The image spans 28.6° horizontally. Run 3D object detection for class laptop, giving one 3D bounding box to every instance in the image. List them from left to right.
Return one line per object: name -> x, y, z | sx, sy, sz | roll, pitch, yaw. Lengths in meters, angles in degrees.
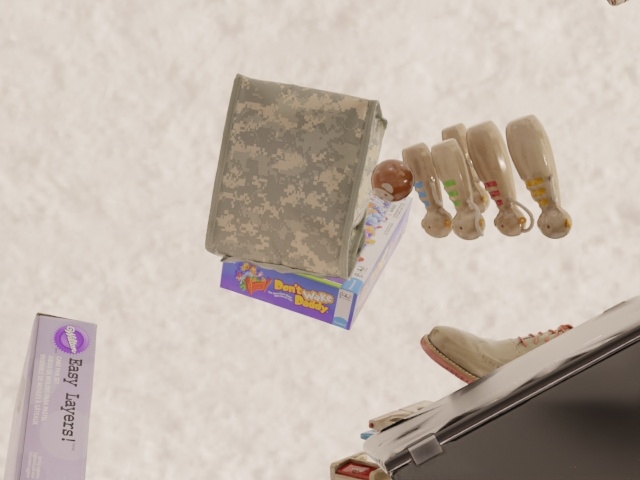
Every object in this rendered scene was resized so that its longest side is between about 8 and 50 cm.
laptop -> 0.277, 0.233, 1.272 | 0.381, 0.236, 0.408 | -27, 177, -5

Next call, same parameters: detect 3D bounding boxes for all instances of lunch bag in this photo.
lunch bag -> -0.038, -0.086, 1.942 | 0.235, 0.287, 0.169 | 11, 173, 10

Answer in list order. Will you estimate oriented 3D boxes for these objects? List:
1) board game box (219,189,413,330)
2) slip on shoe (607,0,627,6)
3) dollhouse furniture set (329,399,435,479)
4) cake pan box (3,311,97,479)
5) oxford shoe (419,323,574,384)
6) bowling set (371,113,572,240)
board game box -> 0.000, 0.000, 2.173 | 0.233, 0.347, 0.078 | 18, 123, 10
slip on shoe -> 0.330, -0.338, 1.438 | 0.041, 0.051, 0.135 | -26, 99, -2
dollhouse furniture set -> 0.085, 0.292, 1.725 | 0.183, 0.129, 0.129 | 3, -171, 42
cake pan box -> -0.273, 0.246, 1.206 | 0.070, 0.246, 0.267 | 11, 136, -13
oxford shoe -> 0.316, 0.167, 1.833 | 0.348, 0.123, 0.130 | 17, 109, -15
bowling set -> 0.166, -0.053, 1.575 | 0.199, 0.154, 0.287 | -21, -172, -11
